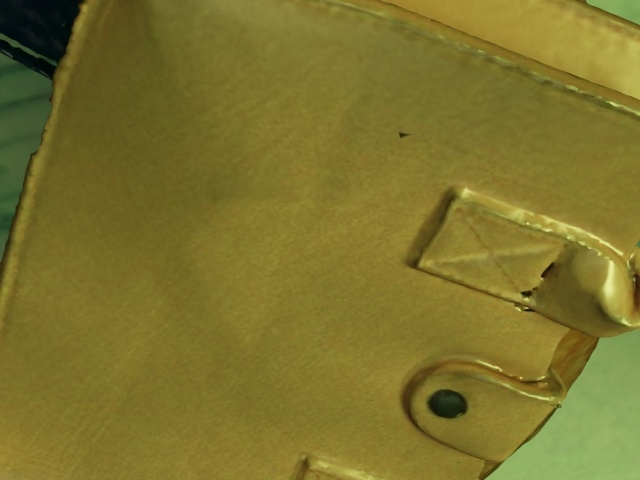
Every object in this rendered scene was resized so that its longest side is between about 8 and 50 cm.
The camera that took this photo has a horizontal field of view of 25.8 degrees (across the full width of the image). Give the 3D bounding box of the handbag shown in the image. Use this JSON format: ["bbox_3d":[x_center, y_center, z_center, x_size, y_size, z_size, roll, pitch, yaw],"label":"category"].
[{"bbox_3d":[-0.006,0.017,0.385,0.157,0.059,0.212,21,129,-5],"label":"handbag"}]

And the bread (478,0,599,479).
[{"bbox_3d":[0.011,0.005,0.491,0.190,0.123,0.244,29,129,-16],"label":"bread"}]

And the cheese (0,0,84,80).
[{"bbox_3d":[-0.043,-0.152,0.401,0.177,0.069,0.270,28,129,-14],"label":"cheese"}]
